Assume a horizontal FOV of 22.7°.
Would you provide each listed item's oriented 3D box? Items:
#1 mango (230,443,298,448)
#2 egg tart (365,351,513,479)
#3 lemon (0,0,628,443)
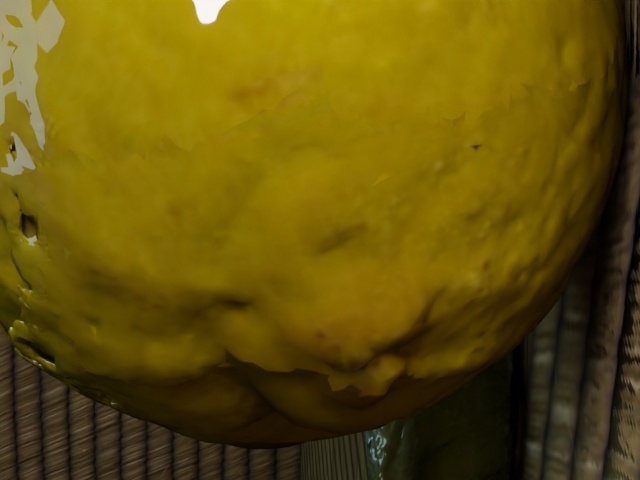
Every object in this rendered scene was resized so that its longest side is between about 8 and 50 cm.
[{"bbox_3d":[-0.045,-0.015,1.251,0.445,0.232,0.300,79,-149,-42],"label":"mango"},{"bbox_3d":[0.057,0.081,0.848,0.197,0.078,0.197,-178,90,-89],"label":"egg tart"},{"bbox_3d":[-0.027,-0.072,0.598,0.297,0.297,0.297,-179,90,-87],"label":"lemon"}]
